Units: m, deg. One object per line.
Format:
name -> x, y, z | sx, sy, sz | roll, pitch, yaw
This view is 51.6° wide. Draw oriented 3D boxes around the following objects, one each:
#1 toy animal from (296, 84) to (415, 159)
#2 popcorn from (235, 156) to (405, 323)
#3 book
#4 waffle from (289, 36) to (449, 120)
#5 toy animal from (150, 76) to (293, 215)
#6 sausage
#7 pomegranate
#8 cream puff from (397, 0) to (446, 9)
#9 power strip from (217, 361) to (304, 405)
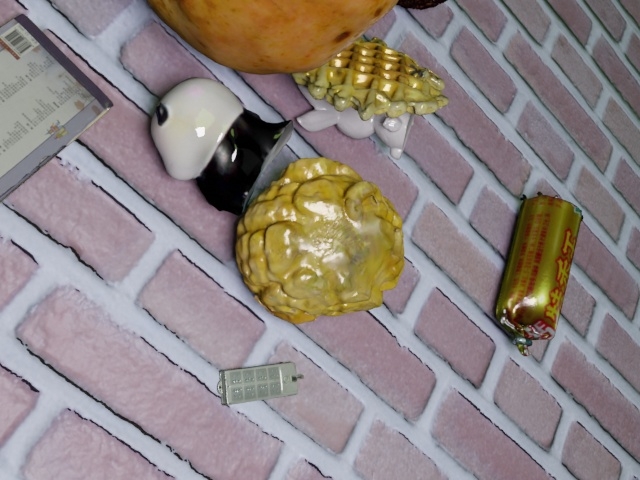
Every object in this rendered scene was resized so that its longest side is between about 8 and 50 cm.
toy animal -> 0.060, -0.217, 1.070 | 0.182, 0.127, 0.131 | 16, 91, 14
popcorn -> 0.000, 0.000, 0.936 | 0.250, 0.190, 0.250 | -6, 100, -33
book -> -0.389, -0.154, 0.807 | 0.157, 0.026, 0.231 | 46, 58, -14
waffle -> 0.070, -0.258, 1.028 | 0.250, 0.056, 0.261 | -16, 47, -38
toy animal -> -0.141, -0.141, 0.910 | 0.179, 0.138, 0.166 | 34, 42, -14
sausage -> 0.397, 0.063, 1.223 | 0.125, 0.117, 0.317 | 34, 62, -25
pomegranate -> -0.056, -0.412, 0.896 | 0.410, 0.410, 0.409 | 8, 75, -32
cream puff -> 0.168, -0.529, 1.176 | 0.239, 0.165, 0.238 | 9, 74, -32
power strip -> -0.080, 0.200, 0.934 | 0.136, 0.019, 0.050 | 1, 77, -33
